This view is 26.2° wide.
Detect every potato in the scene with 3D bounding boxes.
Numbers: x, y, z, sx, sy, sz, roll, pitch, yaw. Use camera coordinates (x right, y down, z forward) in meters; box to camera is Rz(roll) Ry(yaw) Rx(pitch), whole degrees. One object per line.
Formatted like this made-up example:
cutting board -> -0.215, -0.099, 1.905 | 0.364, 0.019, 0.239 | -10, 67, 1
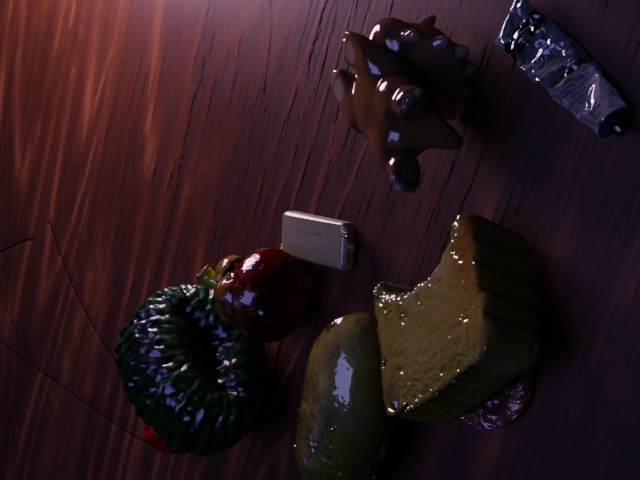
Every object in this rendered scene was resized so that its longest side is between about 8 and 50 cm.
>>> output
potato -> 0.043, 0.243, 2.021 | 0.176, 0.141, 0.298 | 42, 125, 53

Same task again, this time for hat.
hat -> -0.235, 0.248, 2.287 | 0.332, 0.242, 0.274 | 125, 141, -51

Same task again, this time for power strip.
power strip -> 0.000, 0.000, 2.130 | 0.169, 0.028, 0.076 | 14, 105, 48

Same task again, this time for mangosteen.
mangosteen -> -0.107, 0.091, 2.154 | 0.181, 0.156, 0.146 | -11, 76, 17

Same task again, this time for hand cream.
hand cream -> 0.311, -0.213, 1.751 | 0.075, 0.052, 0.248 | -47, 52, 14

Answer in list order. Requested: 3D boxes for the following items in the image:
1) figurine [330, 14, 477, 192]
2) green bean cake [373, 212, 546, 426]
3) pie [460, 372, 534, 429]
figurine -> 0.130, -0.200, 1.852 | 0.247, 0.173, 0.177 | -129, 38, -52
green bean cake -> 0.185, 0.109, 1.843 | 0.236, 0.124, 0.233 | -43, 41, 42
pie -> 0.248, 0.194, 1.872 | 0.092, 0.034, 0.170 | 36, 117, 35
